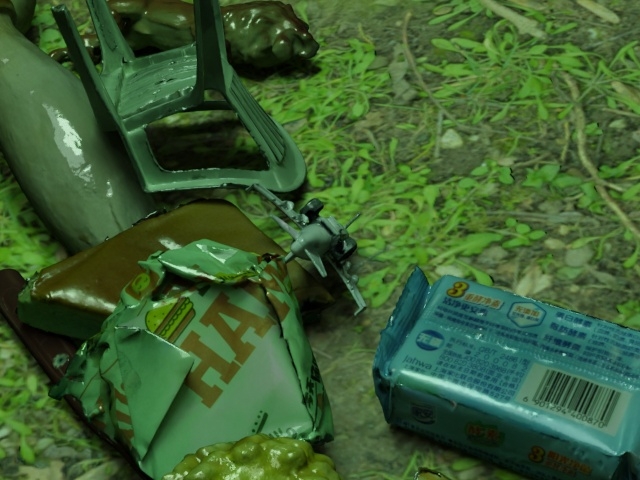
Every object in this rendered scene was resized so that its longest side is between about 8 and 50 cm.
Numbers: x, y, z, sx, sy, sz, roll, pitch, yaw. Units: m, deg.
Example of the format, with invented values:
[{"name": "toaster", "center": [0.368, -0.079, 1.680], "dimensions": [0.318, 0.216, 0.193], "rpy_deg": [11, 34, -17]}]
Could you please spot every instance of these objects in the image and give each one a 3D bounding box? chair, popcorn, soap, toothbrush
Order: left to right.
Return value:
[{"name": "toothbrush", "center": [-0.224, 0.140, 1.491], "dimensions": [0.041, 0.041, 0.364], "rpy_deg": [-29, 49, -19]}, {"name": "chair", "center": [-0.138, -0.168, 1.628], "dimensions": [0.191, 0.274, 0.203], "rpy_deg": [-13, 32, 5]}, {"name": "popcorn", "center": [-0.065, 0.256, 1.265], "dimensions": [0.169, 0.189, 0.218], "rpy_deg": [37, 53, 26]}, {"name": "soap", "center": [0.191, 0.130, 1.422], "dimensions": [0.293, 0.077, 0.156], "rpy_deg": [18, 50, 22]}]

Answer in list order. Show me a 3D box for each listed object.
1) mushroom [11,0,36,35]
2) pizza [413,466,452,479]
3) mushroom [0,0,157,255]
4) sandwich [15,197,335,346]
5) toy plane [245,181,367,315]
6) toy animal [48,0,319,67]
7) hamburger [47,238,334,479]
[{"name": "mushroom", "center": [-0.461, -0.310, 1.860], "dimensions": [0.260, 0.254, 0.234], "rpy_deg": [-54, 16, -14]}, {"name": "pizza", "center": [0.088, 0.253, 1.346], "dimensions": [0.108, 0.026, 0.123], "rpy_deg": [-39, 37, 0]}, {"name": "mushroom", "center": [-0.289, -0.118, 1.666], "dimensions": [0.128, 0.128, 0.350], "rpy_deg": [-34, 74, -24]}, {"name": "sandwich", "center": [-0.134, 0.063, 1.513], "dimensions": [0.245, 0.063, 0.212], "rpy_deg": [-26, 48, -29]}, {"name": "toy plane", "center": [0.000, 0.000, 1.535], "dimensions": [0.162, 0.065, 0.171], "rpy_deg": [49, 19, 7]}, {"name": "toy animal", "center": [-0.153, -0.240, 1.829], "dimensions": [0.312, 0.097, 0.157], "rpy_deg": [15, 38, 24]}, {"name": "hamburger", "center": [-0.117, 0.114, 1.396], "dimensions": [0.235, 0.125, 0.214], "rpy_deg": [-22, 87, 6]}]
